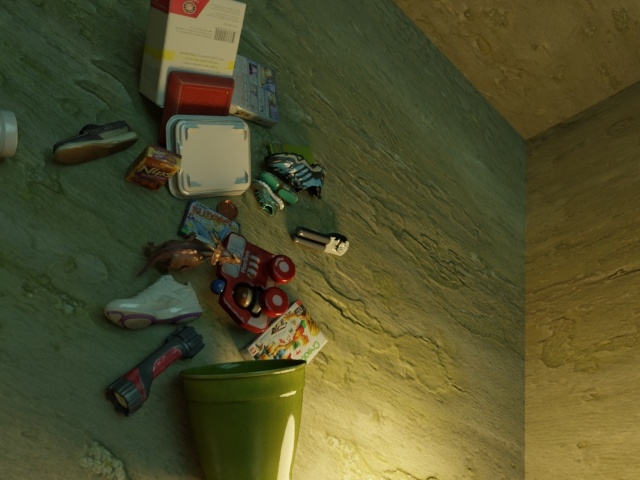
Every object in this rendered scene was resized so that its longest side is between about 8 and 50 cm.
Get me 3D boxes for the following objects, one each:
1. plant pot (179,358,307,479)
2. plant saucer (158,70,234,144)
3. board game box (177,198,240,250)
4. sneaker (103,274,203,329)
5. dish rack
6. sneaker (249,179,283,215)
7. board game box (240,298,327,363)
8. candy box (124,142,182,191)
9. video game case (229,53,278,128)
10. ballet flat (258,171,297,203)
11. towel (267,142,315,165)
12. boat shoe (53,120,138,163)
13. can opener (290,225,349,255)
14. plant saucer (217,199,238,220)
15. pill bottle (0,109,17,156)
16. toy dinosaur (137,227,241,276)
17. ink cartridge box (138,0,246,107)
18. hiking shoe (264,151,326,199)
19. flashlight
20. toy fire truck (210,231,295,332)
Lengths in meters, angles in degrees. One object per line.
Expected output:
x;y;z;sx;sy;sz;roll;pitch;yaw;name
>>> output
-0.208;0.537;1.503;0.366;0.366;0.354;3;79;-41;plant pot
-0.421;-0.446;1.844;0.258;0.259;0.047;-8;36;-44;plant saucer
-0.381;-0.039;1.819;0.201;0.035;0.136;29;53;-29;board game box
-0.501;0.179;1.567;0.305;0.114;0.152;6;59;-49;sneaker
-0.371;-0.292;1.843;0.332;0.072;0.286;-10;105;-43;dish rack
-0.215;-0.161;2.013;0.166;0.065;0.076;42;51;-17;sneaker
-0.121;0.369;1.843;0.193;0.053;0.305;56;44;-7;board game box
-0.530;-0.229;1.667;0.109;0.186;0.053;20;57;-34;candy box
-0.295;-0.620;2.161;0.244;0.061;0.270;12;63;-37;video game case
-0.170;-0.215;2.088;0.188;0.070;0.070;40;48;-23;ballet flat
-0.119;-0.354;2.224;0.237;0.021;0.102;-5;79;-44;towel
-0.699;-0.311;1.623;0.285;0.102;0.092;-31;87;-49;boat shoe
0.000;0.000;2.135;0.280;0.074;0.093;14;27;-39;can opener
-0.337;-0.107;1.908;0.083;0.013;0.084;20;57;-34;plant saucer
-0.939;-0.283;1.349;0.264;0.153;0.153;-5;73;-43;pill bottle
-0.409;0.037;1.617;0.295;0.200;0.127;-11;94;-41;toy dinosaur
-0.447;-0.660;1.818;0.279;0.385;0.160;-7;33;-43;ink cartridge box
-0.094;-0.265;2.125;0.303;0.113;0.132;14;73;-39;hiking shoe
-0.459;0.366;1.508;0.304;0.103;0.103;-37;124;-47;flashlight
-0.242;0.145;1.766;0.253;0.169;0.303;27;53;-24;toy fire truck
